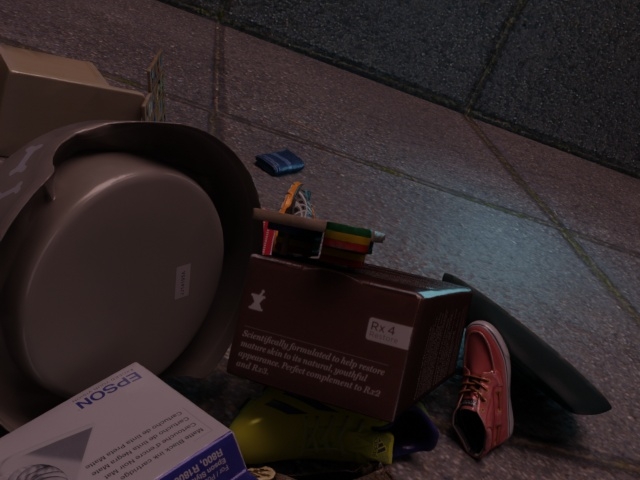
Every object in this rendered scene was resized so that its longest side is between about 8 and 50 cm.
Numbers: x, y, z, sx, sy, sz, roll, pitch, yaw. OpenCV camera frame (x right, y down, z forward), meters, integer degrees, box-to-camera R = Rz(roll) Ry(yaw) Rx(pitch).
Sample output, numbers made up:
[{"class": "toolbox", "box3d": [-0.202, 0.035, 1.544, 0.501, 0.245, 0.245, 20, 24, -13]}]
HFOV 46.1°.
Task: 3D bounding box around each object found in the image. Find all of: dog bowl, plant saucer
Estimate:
[{"class": "dog bowl", "box3d": [-0.213, 0.037, 0.772, 0.102, 0.348, 0.349, 24, 21, 33]}, {"class": "plant saucer", "box3d": [0.302, 0.168, 1.164, 0.318, 0.043, 0.317, 41, -2, 2]}]

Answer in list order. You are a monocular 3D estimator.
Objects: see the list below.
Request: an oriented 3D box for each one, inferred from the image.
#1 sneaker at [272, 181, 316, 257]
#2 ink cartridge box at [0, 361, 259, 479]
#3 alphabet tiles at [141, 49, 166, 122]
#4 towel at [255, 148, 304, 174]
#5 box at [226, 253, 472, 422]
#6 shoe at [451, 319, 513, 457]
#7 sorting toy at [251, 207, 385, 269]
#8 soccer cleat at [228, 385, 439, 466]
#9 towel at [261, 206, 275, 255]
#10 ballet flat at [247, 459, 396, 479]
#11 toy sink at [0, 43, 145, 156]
[{"class": "sneaker", "box3d": [-0.043, -0.032, 1.367, 0.083, 0.084, 0.215, 22, 35, -3]}, {"class": "ink cartridge box", "box3d": [-0.184, 0.206, 0.616, 0.223, 0.045, 0.224, -29, 34, -35]}, {"class": "alphabet tiles", "box3d": [-0.305, -0.226, 1.385, 0.009, 0.198, 0.237, 1, 27, -4]}, {"class": "towel", "box3d": [-0.088, -0.174, 1.672, 0.067, 0.029, 0.119, 35, 26, 21]}, {"class": "box", "box3d": [0.060, 0.104, 0.924, 0.191, 0.143, 0.381, 13, 0, 20]}, {"class": "shoe", "box3d": [0.219, 0.203, 1.029, 0.064, 0.177, 0.081, -5, 7, 39]}, {"class": "sorting toy", "box3d": [0.000, 0.000, 0.854, 0.132, 0.046, 0.274, 11, 2, 9]}, {"class": "soccer cleat", "box3d": [0.025, 0.221, 0.880, 0.289, 0.093, 0.121, 3, 24, -41]}, {"class": "towel", "box3d": [-0.208, -0.020, 1.184, 0.275, 0.031, 0.198, 19, 42, -11]}, {"class": "ballet flat", "box3d": [-0.004, 0.251, 0.773, 0.250, 0.058, 0.084, 19, -10, -40]}, {"class": "toy sink", "box3d": [-0.450, -0.230, 1.310, 0.234, 0.152, 0.131, 3, 31, -37]}]
